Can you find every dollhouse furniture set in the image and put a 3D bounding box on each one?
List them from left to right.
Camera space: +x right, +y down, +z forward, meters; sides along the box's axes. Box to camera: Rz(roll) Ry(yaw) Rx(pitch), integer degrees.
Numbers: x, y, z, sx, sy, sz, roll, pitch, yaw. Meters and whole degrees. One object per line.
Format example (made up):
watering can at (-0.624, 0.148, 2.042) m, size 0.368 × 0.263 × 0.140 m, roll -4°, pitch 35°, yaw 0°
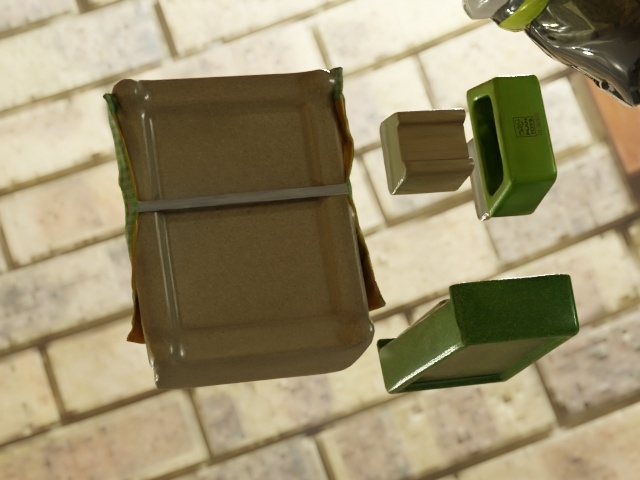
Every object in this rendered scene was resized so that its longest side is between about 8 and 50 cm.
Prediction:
dollhouse furniture set at (0.000, 0.000, 1.154) m, size 0.301 × 0.197 × 0.151 m, roll -4°, pitch -15°, yaw -17°

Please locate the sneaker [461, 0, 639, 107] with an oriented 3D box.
sneaker at (0.130, -0.098, 0.560) m, size 0.111 × 0.121 × 0.300 m, roll -52°, pitch -8°, yaw 32°
